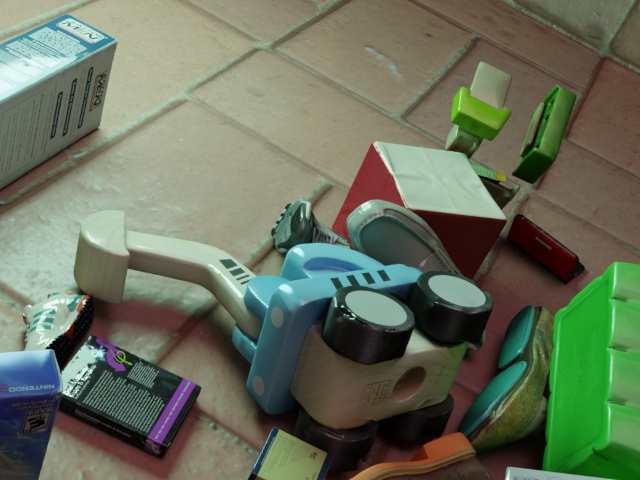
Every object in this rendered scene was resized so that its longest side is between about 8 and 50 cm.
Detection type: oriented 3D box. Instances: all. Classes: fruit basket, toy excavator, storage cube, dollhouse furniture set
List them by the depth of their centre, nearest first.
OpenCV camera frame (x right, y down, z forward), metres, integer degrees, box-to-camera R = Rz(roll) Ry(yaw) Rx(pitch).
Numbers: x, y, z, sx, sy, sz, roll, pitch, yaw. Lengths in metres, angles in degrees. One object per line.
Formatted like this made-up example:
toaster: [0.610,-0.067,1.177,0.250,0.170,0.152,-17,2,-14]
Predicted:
toy excavator: [-0.064,0.093,1.279,0.433,0.222,0.445,-7,33,-39]
fruit basket: [0.506,0.252,1.299,0.392,0.283,0.392,11,55,-15]
storage cube: [0.156,-0.027,1.537,0.215,0.193,0.183,6,39,-25]
dollhouse furniture set: [0.285,-0.168,1.677,0.198,0.301,0.151,25,60,-4]

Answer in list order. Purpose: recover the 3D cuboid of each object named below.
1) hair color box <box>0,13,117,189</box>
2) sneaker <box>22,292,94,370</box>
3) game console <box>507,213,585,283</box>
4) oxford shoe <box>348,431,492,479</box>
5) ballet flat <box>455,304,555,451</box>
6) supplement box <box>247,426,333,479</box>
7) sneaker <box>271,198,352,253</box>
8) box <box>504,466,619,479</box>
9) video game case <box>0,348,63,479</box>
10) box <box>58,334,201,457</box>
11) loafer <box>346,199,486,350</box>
hair color box: [-0.459,-0.205,1.426,0.105,0.173,0.347,28,35,8]
sneaker: [-0.353,0.120,1.184,0.075,0.057,0.161,12,35,11]
game console: [0.434,0.003,1.756,0.144,0.124,0.085,39,65,21]
oxford shoe: [0.090,0.338,1.091,0.364,0.130,0.132,-15,57,-41]
ballet flat: [0.305,0.219,1.384,0.123,0.123,0.348,31,36,9]
supplement box: [-0.041,0.288,1.134,0.083,0.056,0.083,25,35,2]
sneaker: [0.000,0.000,1.453,0.132,0.086,0.228,31,3,-9]
box: [0.325,0.392,1.039,0.262,0.126,0.231,2,40,18]
video game case: [-0.397,0.211,0.866,0.270,0.244,0.061,0,43,-30]
box: [-0.244,0.192,1.165,0.162,0.029,0.116,26,35,1]
loafer: [0.156,0.056,1.398,0.319,0.112,0.111,40,16,-35]
